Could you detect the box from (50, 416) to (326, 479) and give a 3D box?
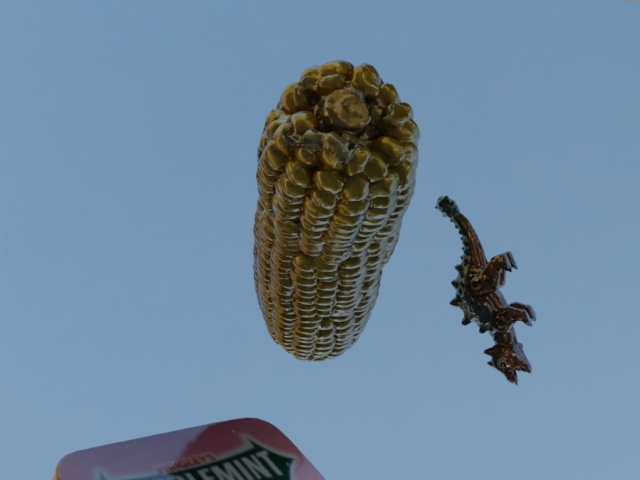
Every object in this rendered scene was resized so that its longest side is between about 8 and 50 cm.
[{"bbox_3d":[-0.140,0.305,0.776,0.112,0.190,0.369,42,-58,37],"label":"box"}]

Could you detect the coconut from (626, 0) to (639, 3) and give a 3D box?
[{"bbox_3d":[0.246,-0.360,0.755,0.415,0.415,0.344,-23,-122,19],"label":"coconut"}]

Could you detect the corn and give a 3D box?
[{"bbox_3d":[0.000,-0.004,0.729,0.102,0.313,0.101,3,-117,-6],"label":"corn"}]

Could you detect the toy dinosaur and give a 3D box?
[{"bbox_3d":[0.124,0.035,0.831,0.055,0.049,0.154,-25,-95,20],"label":"toy dinosaur"}]
